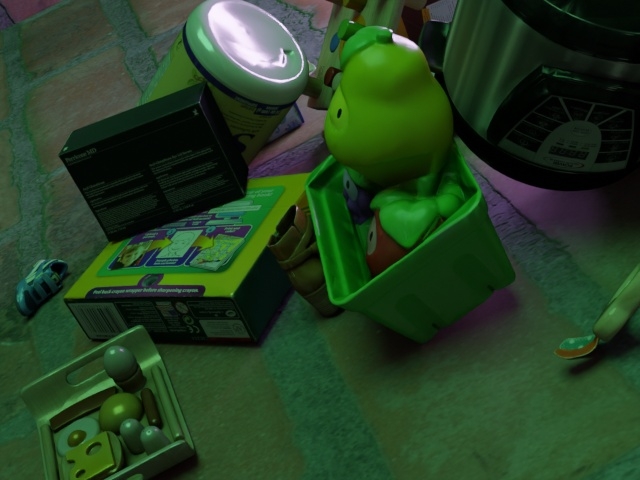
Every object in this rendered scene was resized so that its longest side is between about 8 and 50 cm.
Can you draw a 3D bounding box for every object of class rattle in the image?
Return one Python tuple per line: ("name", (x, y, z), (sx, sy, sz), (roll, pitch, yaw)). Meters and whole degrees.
("rattle", (0.404, 0.106, 1.251), (0.200, 0.142, 0.130), (-51, 5, -12))

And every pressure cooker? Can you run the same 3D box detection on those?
("pressure cooker", (0.369, -0.278, 1.452), (0.375, 0.420, 0.370), (-27, 66, -20))

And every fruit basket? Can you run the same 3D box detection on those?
("fruit basket", (0.090, -0.097, 1.410), (0.283, 0.392, 0.392), (-37, 30, 14))

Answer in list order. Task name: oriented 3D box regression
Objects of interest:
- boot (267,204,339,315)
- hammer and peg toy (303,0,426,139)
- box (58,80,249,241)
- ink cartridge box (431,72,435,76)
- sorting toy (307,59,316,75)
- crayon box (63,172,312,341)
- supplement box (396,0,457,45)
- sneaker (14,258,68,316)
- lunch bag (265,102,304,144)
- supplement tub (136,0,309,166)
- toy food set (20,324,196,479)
("boot", (0.000, 0.000, 1.554), (0.073, 0.152, 0.197), (-23, 29, 34))
("hammer and peg toy", (0.046, -0.306, 1.836), (0.266, 0.127, 0.361), (21, 96, 64))
("box", (-0.278, -0.133, 1.723), (0.261, 0.184, 0.103), (-18, 31, 12))
("ink cartridge box", (0.278, -0.280, 1.877), (0.224, 0.045, 0.223), (-21, 34, 6))
("sorting toy", (-0.051, -0.375, 2.249), (0.075, 0.045, 0.083), (24, 55, 42))
("crayon box", (-0.199, 0.027, 1.705), (0.363, 0.106, 0.313), (-3, 37, 33))
("supplement box", (0.237, -0.430, 1.984), (0.194, 0.191, 0.129), (-21, 35, 6))
("sneaker", (-0.521, 0.083, 1.896), (0.059, 0.053, 0.144), (-8, 37, 22))
("lunch bag", (-0.126, -0.280, 2.055), (0.129, 0.151, 0.096), (-33, 33, -11))
("supplement tub", (-0.197, -0.250, 1.865), (0.331, 0.241, 0.241), (-50, 15, 38))
("toy food set", (-0.320, 0.258, 1.466), (0.219, 0.092, 0.306), (-28, 32, -5))
